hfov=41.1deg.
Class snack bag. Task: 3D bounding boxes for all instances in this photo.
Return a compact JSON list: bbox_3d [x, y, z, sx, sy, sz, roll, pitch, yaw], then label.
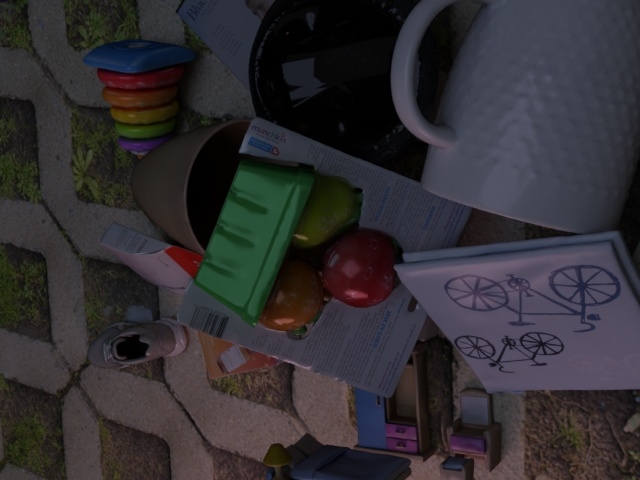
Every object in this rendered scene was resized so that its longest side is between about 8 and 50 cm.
[{"bbox_3d":[0.318,0.117,1.214,0.323,0.037,0.342,-9,134,37],"label":"snack bag"}]

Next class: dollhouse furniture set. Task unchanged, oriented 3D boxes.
[{"bbox_3d":[0.094,0.290,1.347,0.286,0.303,0.198,-1,97,32],"label":"dollhouse furniture set"}]

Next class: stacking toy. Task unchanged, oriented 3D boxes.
[{"bbox_3d":[-0.338,-0.228,1.654,0.165,0.175,0.302,16,119,35],"label":"stacking toy"}]

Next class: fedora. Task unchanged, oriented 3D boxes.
[{"bbox_3d":[0.054,-0.258,1.330,0.334,0.152,0.334,6,100,32],"label":"fedora"}]

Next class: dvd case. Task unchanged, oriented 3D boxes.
[{"bbox_3d":[-0.143,-0.411,1.561,0.253,0.022,0.180,48,119,18],"label":"dvd case"}]

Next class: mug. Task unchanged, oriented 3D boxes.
[{"bbox_3d":[0.264,-0.206,1.138,0.276,0.374,0.328,-145,67,-65],"label":"mug"}]

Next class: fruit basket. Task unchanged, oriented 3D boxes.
[{"bbox_3d":[0.005,0.030,1.273,0.353,0.165,0.327,20,98,-13],"label":"fruit basket"}]

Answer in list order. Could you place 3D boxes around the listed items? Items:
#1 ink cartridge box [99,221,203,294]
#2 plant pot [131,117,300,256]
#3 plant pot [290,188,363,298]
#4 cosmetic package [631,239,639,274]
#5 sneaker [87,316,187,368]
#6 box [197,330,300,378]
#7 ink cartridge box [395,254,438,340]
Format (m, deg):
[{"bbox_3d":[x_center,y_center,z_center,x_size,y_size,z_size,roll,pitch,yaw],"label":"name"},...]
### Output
[{"bbox_3d":[-0.279,0.056,1.620,0.232,0.189,0.066,24,74,29],"label":"ink cartridge box"},{"bbox_3d":[-0.218,-0.094,1.544,0.274,0.256,0.257,9,102,45],"label":"plant pot"},{"bbox_3d":[0.000,0.000,1.441,0.205,0.205,0.188,8,85,31],"label":"plant pot"},{"bbox_3d":[0.527,-0.069,1.113,0.129,0.153,0.296,28,112,25],"label":"cosmetic package"},{"bbox_3d":[-0.407,0.216,1.760,0.262,0.121,0.099,-18,87,33],"label":"sneaker"},{"bbox_3d":[-0.135,0.175,1.600,0.170,0.091,0.130,-18,87,33],"label":"box"},{"bbox_3d":[0.158,0.095,1.426,0.088,0.052,0.123,20,106,29],"label":"ink cartridge box"}]
